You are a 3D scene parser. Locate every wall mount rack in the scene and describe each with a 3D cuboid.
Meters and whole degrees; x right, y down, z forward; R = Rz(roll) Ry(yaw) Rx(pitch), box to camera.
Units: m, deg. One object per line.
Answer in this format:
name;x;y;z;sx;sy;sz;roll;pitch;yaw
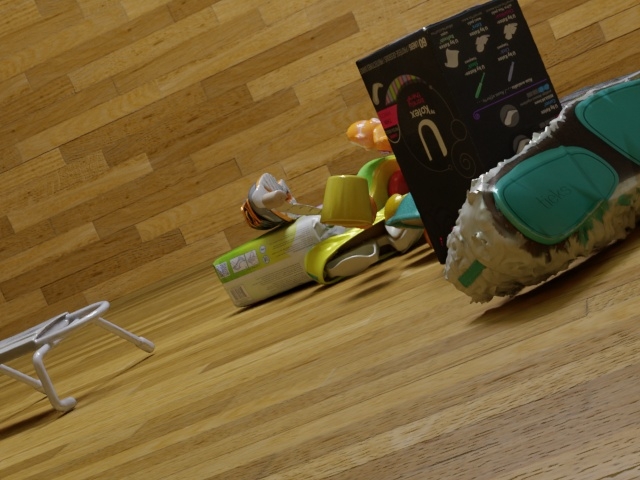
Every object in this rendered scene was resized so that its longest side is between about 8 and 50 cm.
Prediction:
wall mount rack;-0.414;0.191;1.941;0.350;0.130;0.304;-22;8;21

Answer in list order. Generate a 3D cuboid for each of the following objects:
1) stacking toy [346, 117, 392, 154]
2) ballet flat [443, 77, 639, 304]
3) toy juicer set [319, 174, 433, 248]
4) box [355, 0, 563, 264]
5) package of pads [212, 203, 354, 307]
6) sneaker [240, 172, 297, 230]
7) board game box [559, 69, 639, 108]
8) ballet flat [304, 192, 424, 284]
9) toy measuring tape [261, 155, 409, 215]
stacking toy;0.176;-0.149;1.945;0.302;0.165;0.175;4;11;25
ballet flat;0.252;-0.052;1.285;0.409;0.147;0.147;-26;5;-41
toy juicer set;0.161;-0.027;1.778;0.329;0.089;0.209;1;-6;-2
box;0.182;-0.126;1.540;0.143;0.270;0.165;-26;5;-28
package of pads;0.000;0.000;2.159;0.229;0.101;0.296;-22;5;35
sneaker;-0.088;-0.051;2.099;0.083;0.084;0.215;-28;-6;6
board game box;0.424;-0.190;2.237;0.303;0.097;0.224;-27;6;-26
ballet flat;0.086;0.002;1.939;0.231;0.077;0.077;-27;26;-4
toy measuring tape;0.058;-0.082;2.001;0.330;0.121;0.121;9;-16;-35
